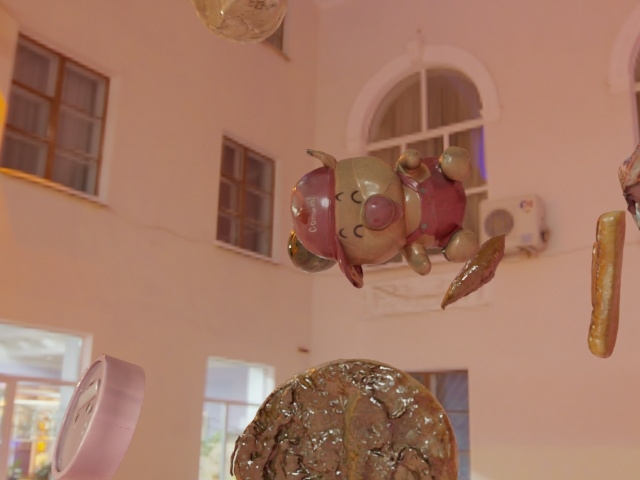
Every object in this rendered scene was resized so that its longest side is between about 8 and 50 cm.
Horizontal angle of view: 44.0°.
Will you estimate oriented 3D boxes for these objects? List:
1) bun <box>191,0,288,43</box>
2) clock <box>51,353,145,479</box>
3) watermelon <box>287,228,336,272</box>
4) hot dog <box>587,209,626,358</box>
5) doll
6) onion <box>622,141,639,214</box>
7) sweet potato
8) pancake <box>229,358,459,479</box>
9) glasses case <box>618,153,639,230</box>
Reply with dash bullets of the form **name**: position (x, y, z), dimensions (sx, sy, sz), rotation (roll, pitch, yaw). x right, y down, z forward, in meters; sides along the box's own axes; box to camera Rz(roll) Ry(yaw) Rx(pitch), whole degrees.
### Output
- **bun**: position (-0.182, -0.491, 1.664), dimensions (0.221, 0.134, 0.220), rotation (16, 0, 0)
- **clock**: position (-0.341, 0.277, 1.218), dimensions (0.068, 0.196, 0.197), rotation (25, -24, -23)
- **watermelon**: position (0.000, 0.000, 1.978), dimensions (0.141, 0.140, 0.187), rotation (14, -42, -40)
- **hot dog**: position (0.260, 0.039, 0.721), dimensions (0.028, 0.137, 0.044), rotation (6, 14, 36)
- **doll**: position (0.087, -0.038, 1.107), dimensions (0.256, 0.196, 0.152), rotation (-6, -24, -11)
- **onion**: position (0.668, -0.151, 1.314), dimensions (0.280, 0.146, 0.314), rotation (9, -27, -38)
- **sweet potato**: position (0.314, 0.065, 1.600), dimensions (0.068, 0.206, 0.060), rotation (50, -11, -14)
- **pancake**: position (0.031, 0.375, 1.231), dimensions (0.383, 0.382, 0.071), rotation (-5, -10, 23)
- **glasses case**: position (0.673, -0.067, 1.598), dimensions (0.065, 0.247, 0.087), rotation (5, -37, -26)
